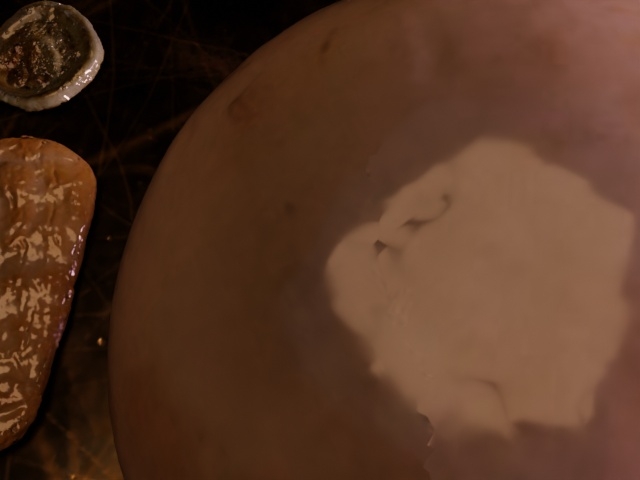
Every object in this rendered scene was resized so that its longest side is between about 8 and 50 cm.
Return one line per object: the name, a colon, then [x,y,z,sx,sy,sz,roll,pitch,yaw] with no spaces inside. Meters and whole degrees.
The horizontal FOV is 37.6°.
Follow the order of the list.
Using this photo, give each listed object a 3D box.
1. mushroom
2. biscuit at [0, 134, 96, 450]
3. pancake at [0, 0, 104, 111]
mushroom: [0.081,0.055,0.468,0.362,0.294,0.363,-2,80,11]
biscuit: [-0.233,0.034,0.666,0.118,0.029,0.247,3,66,10]
pancake: [-0.224,-0.149,0.757,0.108,0.017,0.108,-4,67,11]
